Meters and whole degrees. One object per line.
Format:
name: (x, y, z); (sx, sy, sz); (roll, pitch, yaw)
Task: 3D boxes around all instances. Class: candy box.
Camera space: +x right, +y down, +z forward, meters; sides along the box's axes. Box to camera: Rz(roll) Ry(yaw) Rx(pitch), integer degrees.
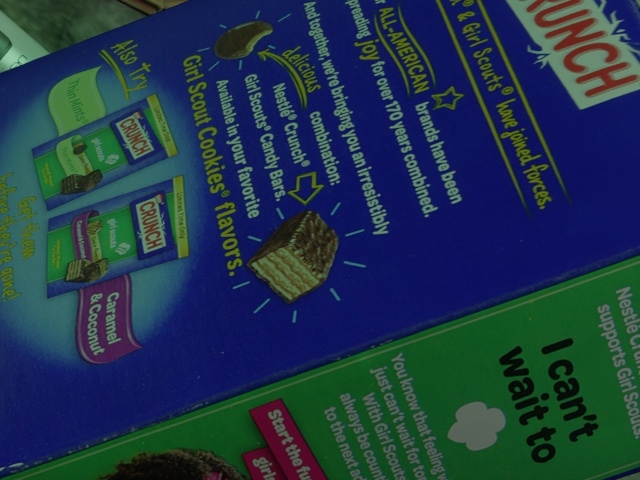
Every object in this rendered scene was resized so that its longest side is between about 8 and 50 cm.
candy box: (0.000, 0.000, 0.806); (0.268, 0.317, 0.122); (-105, 173, -50)

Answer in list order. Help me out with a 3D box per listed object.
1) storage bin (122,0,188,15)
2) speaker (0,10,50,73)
storage bin: (-0.105, -0.290, 1.096); (0.260, 0.262, 0.123); (25, 38, -28)
speaker: (-0.200, -0.113, 0.986); (0.136, 0.055, 0.055); (42, 32, -5)
